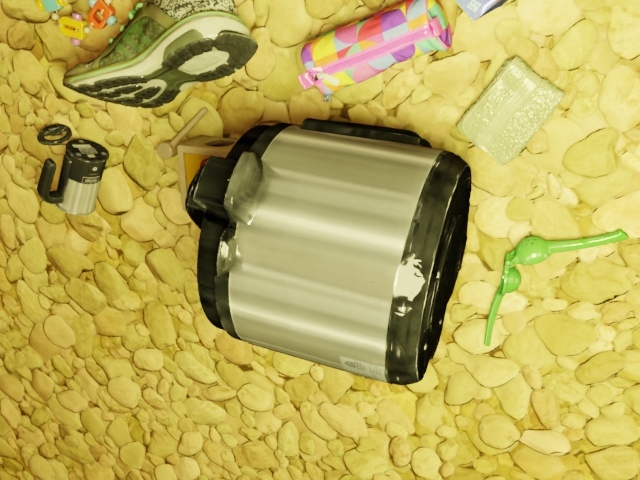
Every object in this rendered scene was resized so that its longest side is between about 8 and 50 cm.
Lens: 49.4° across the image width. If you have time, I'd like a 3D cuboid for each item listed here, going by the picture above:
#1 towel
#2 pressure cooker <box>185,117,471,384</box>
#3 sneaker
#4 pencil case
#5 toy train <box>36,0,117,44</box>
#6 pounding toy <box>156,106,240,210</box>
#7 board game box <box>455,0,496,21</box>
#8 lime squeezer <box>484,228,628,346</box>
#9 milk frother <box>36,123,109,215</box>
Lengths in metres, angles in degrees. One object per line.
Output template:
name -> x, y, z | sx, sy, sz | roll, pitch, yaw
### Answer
towel -> 0.291, -0.196, 1.073 | 0.110, 0.027, 0.148 | 38, 122, 3
pressure cooker -> -0.002, 0.005, 1.087 | 0.421, 0.375, 0.369 | 12, 119, 18
sneaker -> -0.289, -0.354, 1.223 | 0.410, 0.158, 0.182 | -11, 76, 29
pencil case -> 0.083, -0.300, 1.077 | 0.236, 0.104, 0.104 | -18, 104, 28
toy train -> -0.447, -0.436, 1.281 | 0.166, 0.046, 0.125 | 43, 121, -2
pounding toy -> -0.222, -0.146, 1.280 | 0.206, 0.094, 0.181 | 9, 115, 20
board game box -> 0.137, -0.454, 0.906 | 0.347, 0.233, 0.078 | 49, 122, -2
lime squeezer -> 0.345, 0.056, 1.156 | 0.110, 0.058, 0.310 | 27, 124, -24
milk frother -> -0.513, -0.148, 1.417 | 0.134, 0.129, 0.143 | -64, 37, 30
